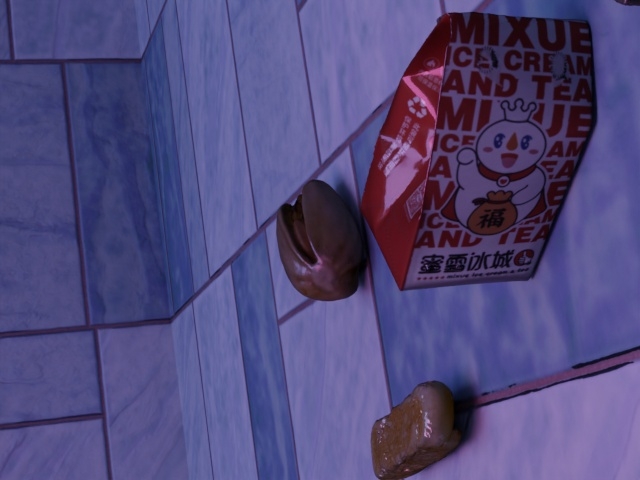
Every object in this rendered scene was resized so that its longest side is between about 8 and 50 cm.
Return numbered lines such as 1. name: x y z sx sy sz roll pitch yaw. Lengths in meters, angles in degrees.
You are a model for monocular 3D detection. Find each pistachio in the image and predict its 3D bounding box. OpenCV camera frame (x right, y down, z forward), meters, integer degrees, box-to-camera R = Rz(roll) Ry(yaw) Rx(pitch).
1. pistachio: 0.000 0.000 1.674 0.129 0.131 0.206 -33 42 15

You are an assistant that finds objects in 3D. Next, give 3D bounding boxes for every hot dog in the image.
1. hot dog: 0.127 0.244 1.415 0.242 0.073 0.084 120 146 -61

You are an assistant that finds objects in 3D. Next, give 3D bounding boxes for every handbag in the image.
1. handbag: 0.157 -0.098 1.133 0.151 0.171 0.298 -112 26 -43

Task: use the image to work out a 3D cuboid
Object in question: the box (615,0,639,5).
1. box: 0.247 -0.279 0.874 0.231 0.155 0.149 -133 43 -59
